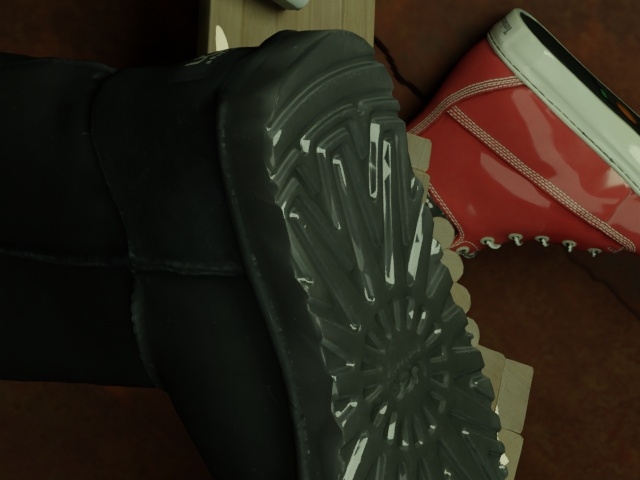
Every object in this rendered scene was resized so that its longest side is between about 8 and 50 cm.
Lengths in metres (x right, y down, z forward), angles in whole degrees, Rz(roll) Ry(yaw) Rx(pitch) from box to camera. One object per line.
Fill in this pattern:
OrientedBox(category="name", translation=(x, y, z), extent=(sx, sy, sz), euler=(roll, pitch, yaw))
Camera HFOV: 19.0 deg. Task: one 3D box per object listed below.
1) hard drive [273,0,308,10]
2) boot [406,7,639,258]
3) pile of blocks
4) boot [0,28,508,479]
OrientedBox(category="hard drive", translation=(-0.091, -0.291, 1.045), extent=(0.307, 0.040, 0.203), euler=(30, 86, -19))
OrientedBox(category="boot", translation=(0.148, -0.008, 1.234), extent=(0.244, 0.088, 0.176), euler=(41, 108, -14))
OrientedBox(category="pile of blocks", translation=(0.000, 0.000, 1.142), extent=(0.149, 0.112, 0.362), euler=(-19, 85, -27))
OrientedBox(category="boot", translation=(-0.130, 0.067, 1.071), extent=(0.445, 0.146, 0.367), euler=(0, 108, 38))
